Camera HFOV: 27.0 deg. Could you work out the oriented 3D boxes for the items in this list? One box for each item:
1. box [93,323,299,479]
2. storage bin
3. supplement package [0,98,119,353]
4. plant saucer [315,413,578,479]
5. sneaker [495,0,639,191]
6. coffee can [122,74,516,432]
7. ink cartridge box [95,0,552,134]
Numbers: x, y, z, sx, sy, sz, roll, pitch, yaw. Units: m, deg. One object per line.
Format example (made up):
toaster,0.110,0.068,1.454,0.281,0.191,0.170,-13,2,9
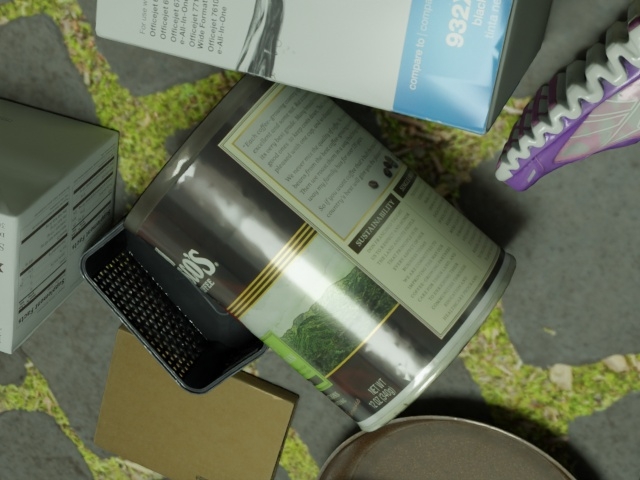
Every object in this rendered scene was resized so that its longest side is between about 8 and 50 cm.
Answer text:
box,-0.134,0.189,1.397,0.201,0.021,0.164,23,121,9
storage bin,-0.125,0.042,1.282,0.122,0.084,0.180,-36,100,31
supplement package,-0.355,-0.036,1.258,0.262,0.204,0.145,16,121,12
plant saucer,0.141,0.295,1.332,0.310,0.050,0.311,8,117,17
sneaker,0.242,-0.107,1.067,0.104,0.095,0.236,40,122,-11
coffee can,0.000,0.000,1.143,0.275,0.201,0.201,41,122,-3
ink cartridge box,0.014,-0.209,1.018,0.307,0.223,0.129,16,120,13
